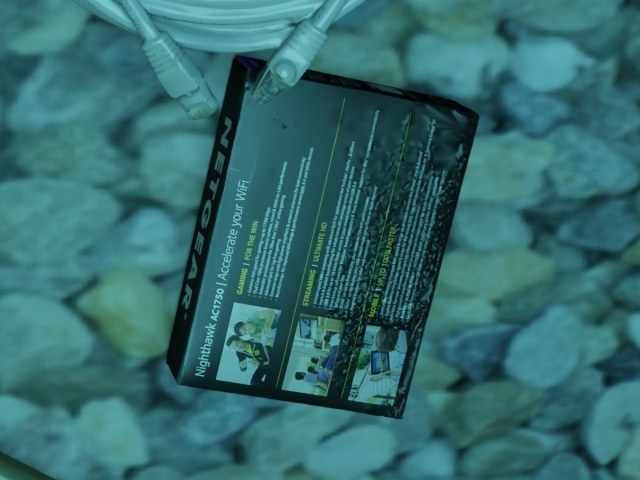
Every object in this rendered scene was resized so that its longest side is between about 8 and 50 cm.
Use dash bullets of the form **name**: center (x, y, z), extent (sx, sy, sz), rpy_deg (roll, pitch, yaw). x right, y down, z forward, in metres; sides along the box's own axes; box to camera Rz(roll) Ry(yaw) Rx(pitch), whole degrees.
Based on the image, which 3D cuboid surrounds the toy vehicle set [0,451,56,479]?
- **toy vehicle set**: center (-0.194, 0.262, 0.921), extent (0.166, 0.035, 0.267), rpy_deg (32, 94, -20)

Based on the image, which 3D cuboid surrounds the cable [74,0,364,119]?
- **cable**: center (-0.048, -0.224, 0.804), extent (0.257, 0.089, 0.257), rpy_deg (-44, 110, -1)

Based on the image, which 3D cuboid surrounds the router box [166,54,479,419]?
- **router box**: center (0.000, 0.000, 0.898), extent (0.133, 0.046, 0.179), rpy_deg (11, 101, -17)
